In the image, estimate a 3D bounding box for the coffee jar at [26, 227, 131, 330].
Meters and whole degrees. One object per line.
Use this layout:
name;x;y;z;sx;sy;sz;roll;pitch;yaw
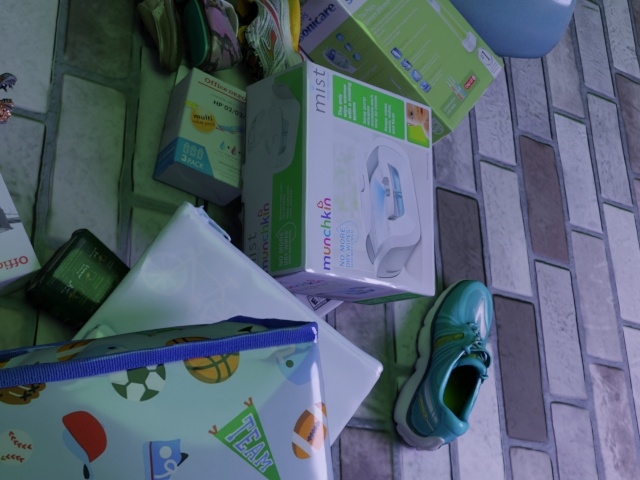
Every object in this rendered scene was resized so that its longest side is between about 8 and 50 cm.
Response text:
coffee jar;-0.224;0.078;1.057;0.184;0.079;0.096;41;60;-14

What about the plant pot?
plant pot;0.261;-0.438;1.552;0.195;0.290;0.290;-6;72;-15

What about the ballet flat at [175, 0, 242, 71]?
ballet flat;-0.157;-0.327;1.294;0.079;0.077;0.221;-6;72;-40

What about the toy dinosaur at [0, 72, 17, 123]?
toy dinosaur;-0.468;-0.223;0.979;0.322;0.164;0.218;26;70;-50

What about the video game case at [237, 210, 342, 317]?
video game case;0.000;0.000;1.300;0.190;0.022;0.173;-32;91;-40

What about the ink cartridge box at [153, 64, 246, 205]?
ink cartridge box;-0.142;-0.148;1.234;0.104;0.061;0.181;23;58;-28

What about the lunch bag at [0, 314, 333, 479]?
lunch bag;-0.197;0.248;0.859;0.385;0.239;0.328;-8;90;-29

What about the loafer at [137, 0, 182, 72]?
loafer;-0.213;-0.290;1.256;0.050;0.056;0.148;-8;80;-1

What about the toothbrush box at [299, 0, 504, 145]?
toothbrush box;0.116;-0.296;1.454;0.283;0.122;0.206;47;50;-10

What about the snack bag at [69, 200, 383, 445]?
snack bag;-0.124;0.182;1.027;0.323;0.037;0.342;41;76;-15

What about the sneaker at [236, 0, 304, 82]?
sneaker;-0.078;-0.249;1.326;0.092;0.088;0.225;6;62;-21

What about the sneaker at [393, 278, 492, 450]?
sneaker;0.196;0.166;1.311;0.107;0.110;0.275;36;52;-18

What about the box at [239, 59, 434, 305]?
box;0.023;-0.063;1.216;0.231;0.127;0.262;14;71;-42

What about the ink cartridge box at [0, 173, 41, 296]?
ink cartridge box;-0.375;-0.011;0.997;0.109;0.063;0.150;-21;83;-41
